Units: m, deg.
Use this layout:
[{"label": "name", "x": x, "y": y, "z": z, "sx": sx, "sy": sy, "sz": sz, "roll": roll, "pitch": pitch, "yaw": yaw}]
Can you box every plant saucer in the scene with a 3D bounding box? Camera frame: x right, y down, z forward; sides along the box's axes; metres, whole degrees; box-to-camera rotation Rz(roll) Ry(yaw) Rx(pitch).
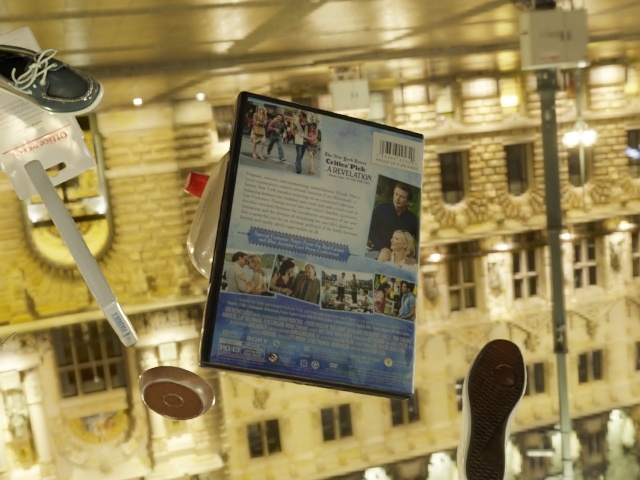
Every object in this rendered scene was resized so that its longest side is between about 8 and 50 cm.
[{"label": "plant saucer", "x": -0.310, "y": 0.332, "z": 1.706, "sx": 0.169, "sy": 0.168, "sz": 0.029, "roll": -4, "pitch": -142, "yaw": 13}]

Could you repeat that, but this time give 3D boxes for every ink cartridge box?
[{"label": "ink cartridge box", "x": -0.697, "y": -0.292, "z": 1.873, "sx": 0.207, "sy": 0.353, "sz": 0.119, "roll": -28, "pitch": -165, "yaw": -18}]

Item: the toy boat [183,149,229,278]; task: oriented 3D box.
[{"label": "toy boat", "x": -0.167, "y": -0.068, "z": 1.553, "sx": 0.148, "sy": 0.267, "sz": 0.318, "roll": 19, "pitch": -170, "yaw": -23}]

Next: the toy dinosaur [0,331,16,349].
[{"label": "toy dinosaur", "x": -0.310, "y": 0.173, "z": 0.705, "sx": 0.053, "sy": 0.183, "sz": 0.092, "roll": 11, "pitch": -161, "yaw": 8}]

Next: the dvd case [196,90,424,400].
[{"label": "dvd case", "x": 0.000, "y": 0.000, "z": 0.692, "sx": 0.180, "sy": 0.253, "sz": 0.022, "roll": 11, "pitch": 157, "yaw": -14}]

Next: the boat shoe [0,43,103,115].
[{"label": "boat shoe", "x": -0.492, "y": -0.289, "z": 1.393, "sx": 0.255, "sy": 0.095, "sz": 0.079, "roll": 24, "pitch": 162, "yaw": 24}]

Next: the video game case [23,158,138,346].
[{"label": "video game case", "x": -0.470, "y": 0.035, "z": 1.594, "sx": 0.036, "sy": 0.329, "sz": 0.300, "roll": -29, "pitch": 165, "yaw": -14}]

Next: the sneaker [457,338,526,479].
[{"label": "sneaker", "x": 0.291, "y": 0.318, "z": 1.431, "sx": 0.106, "sy": 0.290, "sz": 0.123, "roll": 16, "pitch": 152, "yaw": 7}]
